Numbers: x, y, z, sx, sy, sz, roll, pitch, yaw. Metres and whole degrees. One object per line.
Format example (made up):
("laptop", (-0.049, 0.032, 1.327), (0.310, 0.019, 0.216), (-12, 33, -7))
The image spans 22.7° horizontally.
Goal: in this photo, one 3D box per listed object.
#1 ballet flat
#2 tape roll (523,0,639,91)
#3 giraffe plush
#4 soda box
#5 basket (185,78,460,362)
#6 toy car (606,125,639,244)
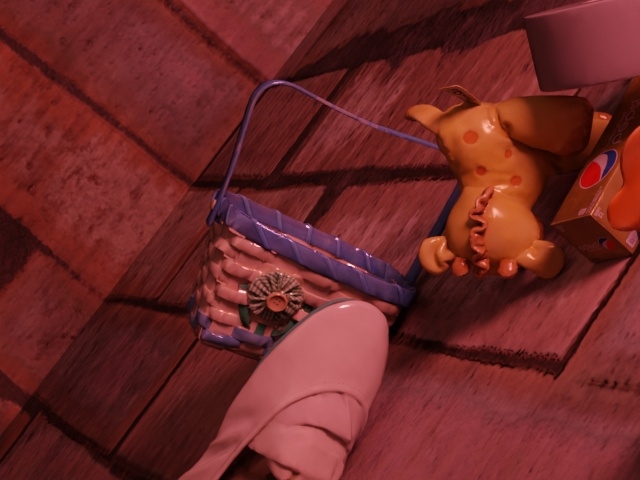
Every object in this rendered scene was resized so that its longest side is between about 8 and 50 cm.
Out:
("ballet flat", (-0.054, 0.234, 1.571), (0.400, 0.139, 0.139), (-49, 16, 20))
("tape roll", (0.298, -0.194, 1.438), (0.219, 0.072, 0.219), (-13, 8, 2))
("giraffe plush", (0.177, -0.044, 1.518), (0.181, 0.210, 0.171), (-7, 78, 47))
("soda box", (0.282, -0.070, 1.434), (0.181, 0.058, 0.061), (-57, 18, -23))
("basket", (0.000, 0.000, 1.699), (0.201, 0.254, 0.289), (-148, 79, -75))
("toy car", (0.256, 0.021, 0.987), (0.210, 0.238, 0.219), (-47, 16, 10))
